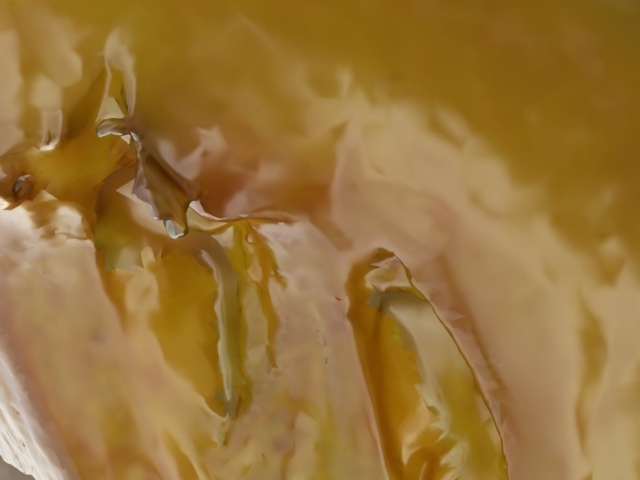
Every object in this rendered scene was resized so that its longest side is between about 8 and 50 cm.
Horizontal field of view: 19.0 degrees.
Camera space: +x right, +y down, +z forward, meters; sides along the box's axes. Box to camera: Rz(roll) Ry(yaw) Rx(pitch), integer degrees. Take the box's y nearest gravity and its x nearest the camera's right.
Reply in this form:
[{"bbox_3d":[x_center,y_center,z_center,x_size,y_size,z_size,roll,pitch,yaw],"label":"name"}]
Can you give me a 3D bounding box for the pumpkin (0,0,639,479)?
[{"bbox_3d":[0.000,0.000,0.377,0.254,0.149,0.130,57,168,6],"label":"pumpkin"}]
